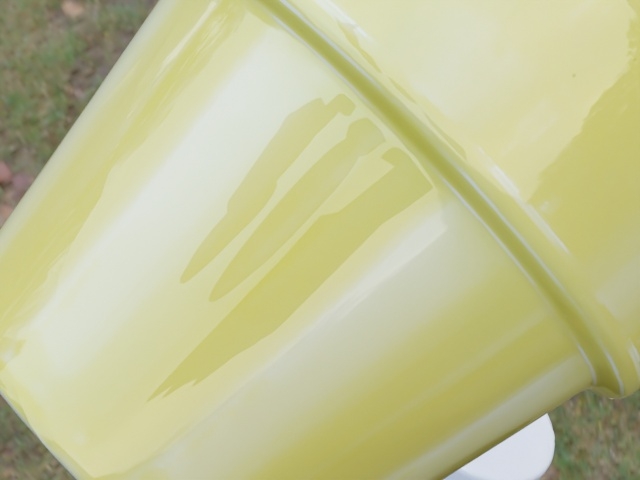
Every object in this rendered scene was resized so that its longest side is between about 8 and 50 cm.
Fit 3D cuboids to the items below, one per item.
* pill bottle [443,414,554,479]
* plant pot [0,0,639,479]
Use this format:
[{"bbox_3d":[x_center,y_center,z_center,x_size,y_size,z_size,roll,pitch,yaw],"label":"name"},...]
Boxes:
[{"bbox_3d":[0.033,0.218,1.101,0.176,0.318,0.176,20,38,-17],"label":"pill bottle"},{"bbox_3d":[0.000,0.000,0.580,0.239,0.254,0.254,-44,56,-5],"label":"plant pot"}]
